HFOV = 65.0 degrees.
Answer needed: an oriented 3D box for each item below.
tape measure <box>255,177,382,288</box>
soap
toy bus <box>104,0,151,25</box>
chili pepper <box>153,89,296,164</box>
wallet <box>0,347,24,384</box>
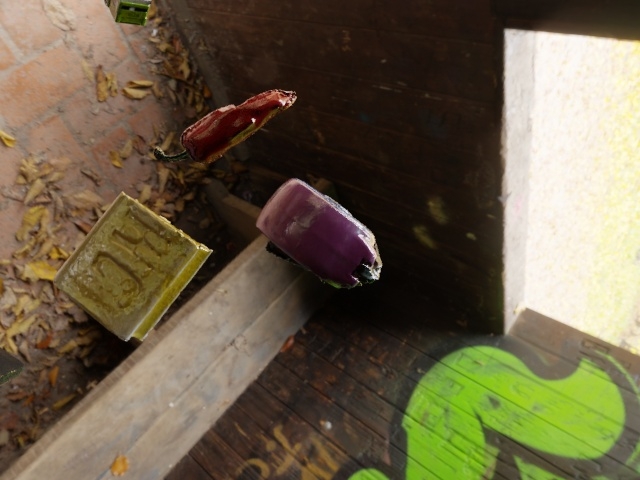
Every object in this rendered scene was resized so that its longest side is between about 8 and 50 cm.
[{"bbox_3d":[0.000,0.000,0.947,0.149,0.245,0.231,-53,-178,3],"label":"tape measure"},{"bbox_3d":[-0.528,0.071,1.422,0.335,0.293,0.156,-52,173,-6],"label":"soap"},{"bbox_3d":[-0.600,-0.797,1.506,0.113,0.301,0.139,-12,160,-39],"label":"toy bus"},{"bbox_3d":[-0.235,-0.281,1.266,0.388,0.110,0.110,-29,139,4],"label":"chili pepper"},{"bbox_3d":[-0.652,0.170,0.896,0.044,0.250,0.149,-51,-175,-11],"label":"wallet"}]
